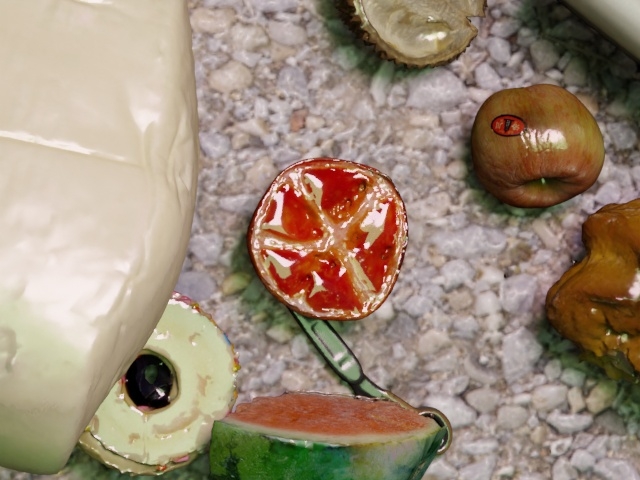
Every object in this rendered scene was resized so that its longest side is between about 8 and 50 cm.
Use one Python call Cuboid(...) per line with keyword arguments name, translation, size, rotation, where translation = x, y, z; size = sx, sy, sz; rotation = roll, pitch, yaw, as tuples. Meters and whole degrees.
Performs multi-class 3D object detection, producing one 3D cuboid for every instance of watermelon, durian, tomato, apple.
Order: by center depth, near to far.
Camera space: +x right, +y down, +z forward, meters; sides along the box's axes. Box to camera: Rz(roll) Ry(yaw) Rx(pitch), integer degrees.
Cuboid(name="watermelon", translation=(0.004, 0.226, 1.652), size=(0.231, 0.128, 0.146), rotation=(7, 104, -10))
Cuboid(name="tomato", translation=(0.000, 0.000, 1.688), size=(0.155, 0.069, 0.156), rotation=(1, 85, -17))
Cuboid(name="durian", translation=(0.067, -0.240, 1.712), size=(0.188, 0.091, 0.148), rotation=(40, 75, -30))
Cuboid(name="apple", translation=(0.204, -0.090, 1.721), size=(0.126, 0.126, 0.102), rotation=(3, 60, -13))

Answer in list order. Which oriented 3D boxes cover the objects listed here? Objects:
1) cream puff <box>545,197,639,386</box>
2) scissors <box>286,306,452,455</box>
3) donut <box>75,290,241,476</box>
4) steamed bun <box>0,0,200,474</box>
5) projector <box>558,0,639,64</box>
Cuboid(name="cream puff", translation=(0.341, 0.051, 1.730), size=(0.269, 0.155, 0.241), rotation=(-8, 92, -21))
Cuboid(name="scissors", translation=(0.032, 0.127, 1.712), size=(0.088, 0.017, 0.220), rotation=(-39, 95, -10))
Cuboid(name="donut", translation=(-0.159, 0.126, 1.641), size=(0.174, 0.068, 0.175), rotation=(1, 88, -14))
Cuboid(name="steamed bun", translation=(-0.293, -0.045, 1.500), size=(0.371, 0.290, 0.456), rotation=(20, 61, -11))
Cuboid(name="projector", translation=(0.364, -0.264, 1.670), size=(0.249, 0.248, 0.248), rotation=(39, 98, 3))
